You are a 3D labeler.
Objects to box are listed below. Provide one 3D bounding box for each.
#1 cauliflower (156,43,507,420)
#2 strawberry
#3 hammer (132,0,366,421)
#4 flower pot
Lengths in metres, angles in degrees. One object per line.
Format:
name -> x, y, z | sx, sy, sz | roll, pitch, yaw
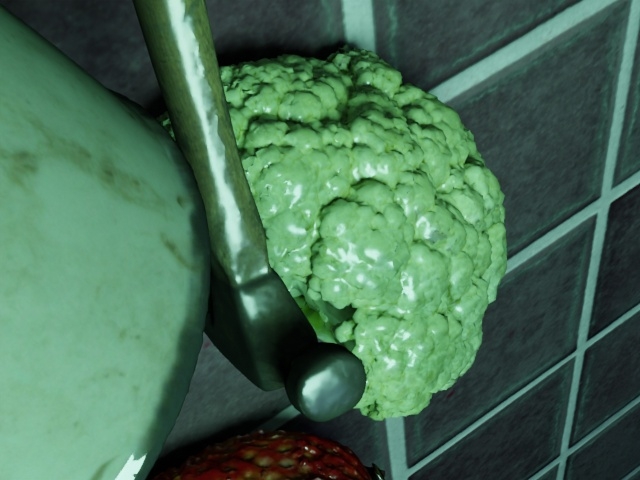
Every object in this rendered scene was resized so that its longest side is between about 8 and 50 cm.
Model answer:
cauliflower -> 0.000, 0.000, 0.775 | 0.250, 0.275, 0.272 | -22, -171, 33
strawberry -> -0.066, 0.294, 0.966 | 0.288, 0.238, 0.250 | 18, 109, -43
hammer -> -0.070, -0.128, 0.499 | 0.044, 0.168, 0.439 | -23, 116, -23
flower pot -> -0.245, -0.015, 0.398 | 0.293, 0.293, 0.330 | -45, 142, 1
